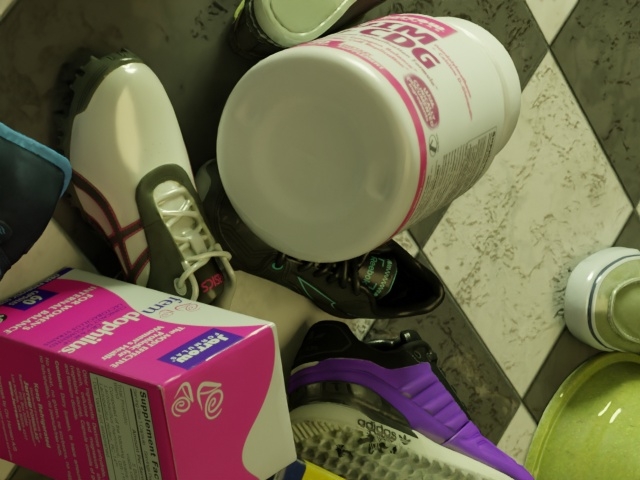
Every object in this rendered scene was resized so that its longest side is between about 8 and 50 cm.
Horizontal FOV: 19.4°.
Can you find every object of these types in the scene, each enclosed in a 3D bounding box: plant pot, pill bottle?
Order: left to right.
[{"bbox_3d":[0.050,-0.092,1.466,0.283,0.160,0.160,-30,123,-62],"label":"pill bottle"},{"bbox_3d":[0.383,0.274,1.911,0.276,0.254,0.276,-17,113,-45],"label":"plant pot"}]

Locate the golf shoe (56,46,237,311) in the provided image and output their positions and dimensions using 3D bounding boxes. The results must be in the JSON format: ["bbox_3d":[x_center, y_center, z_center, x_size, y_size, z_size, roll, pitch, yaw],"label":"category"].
[{"bbox_3d":[-0.112,-0.009,1.380,0.105,0.120,0.273,-28,119,-39],"label":"golf shoe"}]

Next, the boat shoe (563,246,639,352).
[{"bbox_3d":[0.365,0.071,1.956,0.302,0.094,0.109,8,95,-49],"label":"boat shoe"}]

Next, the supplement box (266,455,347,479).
[{"bbox_3d":[-0.028,0.282,1.492,0.356,0.194,0.195,32,76,-48],"label":"supplement box"}]

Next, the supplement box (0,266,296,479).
[{"bbox_3d":[-0.137,0.105,1.302,0.111,0.220,0.114,-28,121,-41],"label":"supplement box"}]

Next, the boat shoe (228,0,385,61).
[{"bbox_3d":[0.013,-0.213,1.506,0.228,0.068,0.081,-36,94,-39],"label":"boat shoe"}]

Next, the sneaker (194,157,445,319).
[{"bbox_3d":[0.000,0.000,1.518,0.267,0.106,0.101,25,83,-47],"label":"sneaker"}]

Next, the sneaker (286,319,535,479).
[{"bbox_3d":[0.090,0.153,1.636,0.293,0.102,0.146,30,48,-35],"label":"sneaker"}]

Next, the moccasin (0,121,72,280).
[{"bbox_3d":[-0.284,-0.050,1.161,0.342,0.137,0.117,27,84,-48],"label":"moccasin"}]
